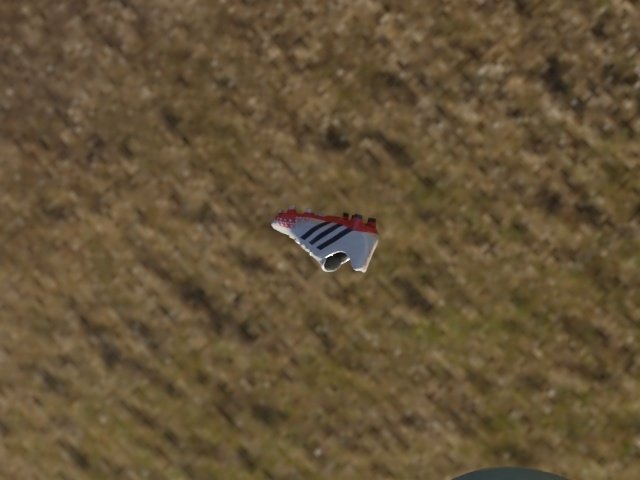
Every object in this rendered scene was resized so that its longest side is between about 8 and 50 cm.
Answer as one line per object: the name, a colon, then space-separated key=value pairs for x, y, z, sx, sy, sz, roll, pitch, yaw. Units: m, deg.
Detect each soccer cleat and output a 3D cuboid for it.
soccer cleat: x=0.000 y=0.000 z=0.978 sx=0.083 sy=0.035 sz=0.029 roll=7 pitch=174 yaw=43

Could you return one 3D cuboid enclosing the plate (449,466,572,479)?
plate: x=0.101 y=0.172 z=0.635 sx=0.188 sy=0.188 sz=0.024 roll=48 pitch=135 yaw=0
